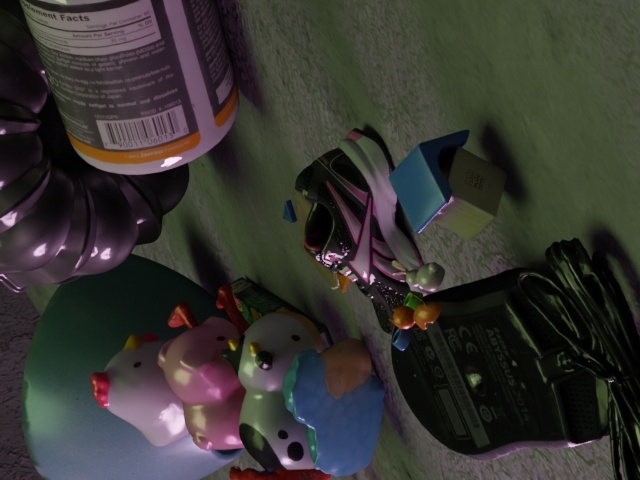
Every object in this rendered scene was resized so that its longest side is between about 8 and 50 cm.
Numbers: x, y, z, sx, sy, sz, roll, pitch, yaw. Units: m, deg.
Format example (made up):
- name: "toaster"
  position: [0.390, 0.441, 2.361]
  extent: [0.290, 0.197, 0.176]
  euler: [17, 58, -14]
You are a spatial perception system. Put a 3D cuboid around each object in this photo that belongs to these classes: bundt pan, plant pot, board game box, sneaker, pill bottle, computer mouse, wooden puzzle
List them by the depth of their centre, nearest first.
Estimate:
- name: "computer mouse"
  position: [0.143, 0.083, 1.212]
  extent: [0.272, 0.072, 0.188]
  euler: [-7, 108, 62]
- name: "sneaker"
  position: [0.025, 0.001, 1.448]
  extent: [0.072, 0.077, 0.178]
  euler: [42, 155, 59]
- name: "pill bottle"
  position: [-0.173, -0.206, 1.612]
  extent: [0.162, 0.162, 0.278]
  euler: [48, 159, 46]
- name: "wooden puzzle"
  position: [0.000, 0.000, 1.667]
  extent: [0.116, 0.014, 0.078]
  euler: [55, 159, 30]
- name: "bundt pan"
  position: [-0.247, -0.108, 1.793]
  extent: [0.124, 0.331, 0.330]
  euler: [7, 125, 48]
- name: "board game box"
  position: [-0.027, 0.125, 1.952]
  extent: [0.260, 0.030, 0.136]
  euler: [25, 137, 68]
- name: "plant pot"
  position: [-0.179, 0.170, 2.162]
  extent: [0.195, 0.290, 0.290]
  euler: [10, 135, 28]

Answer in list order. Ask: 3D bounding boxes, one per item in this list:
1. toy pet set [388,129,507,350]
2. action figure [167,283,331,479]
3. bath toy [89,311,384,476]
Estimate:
- name: "toy pet set"
  position: [0.063, -0.012, 1.208]
  extent: [0.065, 0.122, 0.114]
  euler: [27, 143, -12]
- name: "action figure"
  position: [-0.065, 0.199, 1.979]
  extent: [0.280, 0.091, 0.139]
  euler: [58, 157, 22]
- name: "bath toy"
  position: [-0.096, 0.141, 1.816]
  extent: [0.348, 0.129, 0.151]
  euler: [0, 79, 48]
